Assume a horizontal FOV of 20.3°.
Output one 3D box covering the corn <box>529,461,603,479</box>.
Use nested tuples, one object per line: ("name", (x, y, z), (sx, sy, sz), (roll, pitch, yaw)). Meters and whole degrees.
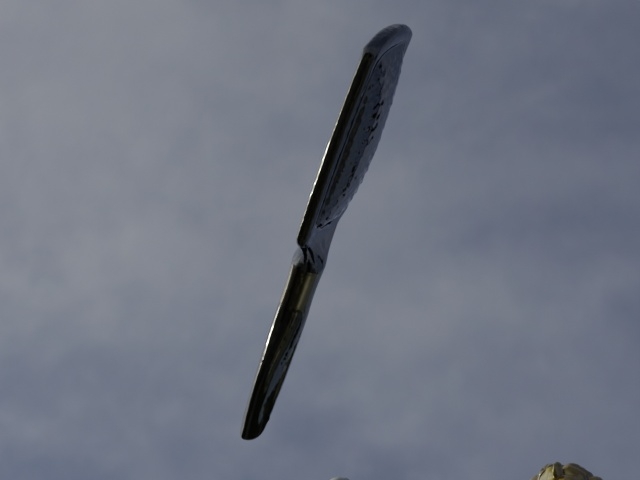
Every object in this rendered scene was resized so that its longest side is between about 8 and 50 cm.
("corn", (0.215, 0.315, 1.055), (0.144, 0.144, 0.387), (-43, -105, 24))

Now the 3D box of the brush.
("brush", (0.000, 0.000, 0.752), (0.016, 0.063, 0.193), (26, -68, 12))

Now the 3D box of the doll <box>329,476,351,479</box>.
("doll", (-0.007, 0.158, 0.733), (0.062, 0.162, 0.106), (9, -84, 5))
